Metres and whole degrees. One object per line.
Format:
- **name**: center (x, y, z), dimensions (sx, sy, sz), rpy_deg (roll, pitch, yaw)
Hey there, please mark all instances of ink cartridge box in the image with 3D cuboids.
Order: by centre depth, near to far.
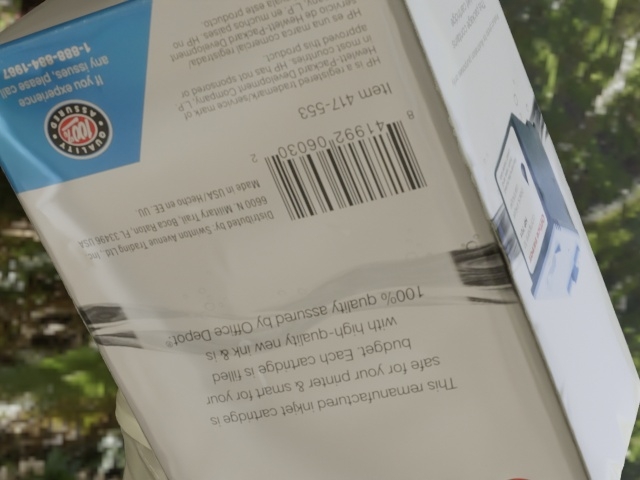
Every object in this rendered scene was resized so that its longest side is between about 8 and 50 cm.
- **ink cartridge box**: center (0.000, 0.000, 0.441), dimensions (0.140, 0.082, 0.190), rpy_deg (-13, -66, 27)

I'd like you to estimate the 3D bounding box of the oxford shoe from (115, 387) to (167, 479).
- **oxford shoe**: center (0.047, 0.178, 0.714), dimensions (0.449, 0.169, 0.130), rpy_deg (22, -70, 46)
